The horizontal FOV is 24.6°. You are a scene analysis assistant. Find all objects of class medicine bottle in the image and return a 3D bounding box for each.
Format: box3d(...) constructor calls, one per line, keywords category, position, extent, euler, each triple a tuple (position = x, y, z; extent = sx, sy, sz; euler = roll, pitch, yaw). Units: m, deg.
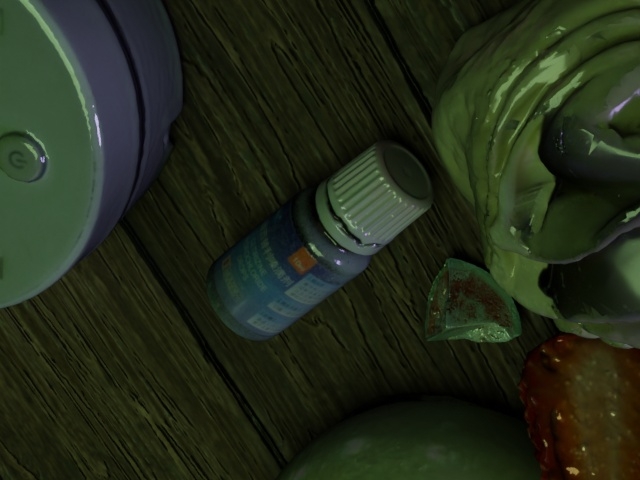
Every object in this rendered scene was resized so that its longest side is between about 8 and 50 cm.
box3d(category="medicine bottle", position=(0.000, 0.000, 1.173), extent=(0.203, 0.083, 0.083), euler=(-37, 100, 31))

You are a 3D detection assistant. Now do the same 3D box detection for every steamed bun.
box3d(category="steamed bun", position=(0.223, -0.050, 0.987), extent=(0.320, 0.206, 0.275), euler=(3, 116, 16))

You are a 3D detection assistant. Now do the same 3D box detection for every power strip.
box3d(category="power strip", position=(-0.302, -0.123, 1.175), extent=(0.357, 0.161, 0.357), euler=(9, 120, 17))

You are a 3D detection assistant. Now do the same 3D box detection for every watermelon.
box3d(category="watermelon", position=(0.118, 0.061, 1.171), extent=(0.085, 0.061, 0.085), euler=(13, 119, 25))

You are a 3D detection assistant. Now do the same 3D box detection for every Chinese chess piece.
box3d(category="Chinese chess piece", position=(0.107, 0.302, 1.258), extent=(0.349, 0.146, 0.349), euler=(10, 120, 17))

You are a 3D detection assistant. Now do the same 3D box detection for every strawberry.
box3d(category="strawberry", position=(0.207, 0.158, 1.134), extent=(0.121, 0.188, 0.082), euler=(6, 160, -5))
